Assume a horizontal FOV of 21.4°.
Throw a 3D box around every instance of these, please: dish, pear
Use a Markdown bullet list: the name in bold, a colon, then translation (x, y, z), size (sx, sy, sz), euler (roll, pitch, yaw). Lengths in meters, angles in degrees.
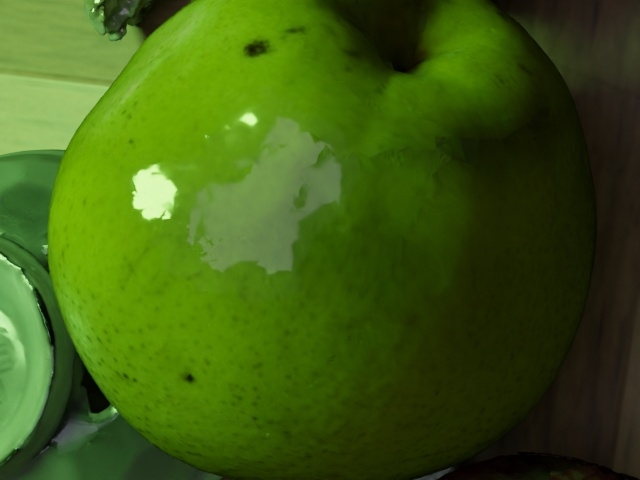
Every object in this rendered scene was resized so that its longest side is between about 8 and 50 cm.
- **dish**: translation (-0.193, 0.072, 1.029), size (0.303, 0.120, 0.303), euler (-1, 86, 20)
- **pear**: translation (0.000, 0.000, 0.883), size (0.294, 0.294, 0.294), euler (-2, 85, 19)

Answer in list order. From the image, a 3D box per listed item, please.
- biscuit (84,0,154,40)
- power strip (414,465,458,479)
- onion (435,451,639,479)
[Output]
- **biscuit**: translation (-0.147, -0.251, 1.068), size (0.108, 0.062, 0.239), euler (-35, 75, 16)
- **power strip**: translation (-0.001, 0.179, 1.001), size (0.253, 0.027, 0.060), euler (-38, 74, 13)
- **onion**: translation (0.118, 0.236, 0.870), size (0.252, 0.219, 0.252), euler (8, 68, -22)
